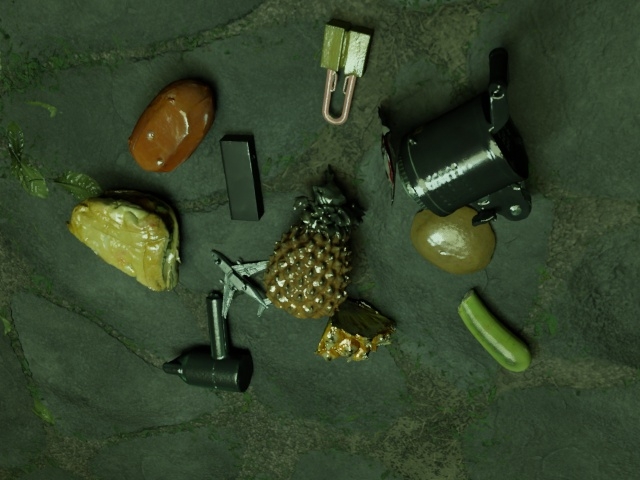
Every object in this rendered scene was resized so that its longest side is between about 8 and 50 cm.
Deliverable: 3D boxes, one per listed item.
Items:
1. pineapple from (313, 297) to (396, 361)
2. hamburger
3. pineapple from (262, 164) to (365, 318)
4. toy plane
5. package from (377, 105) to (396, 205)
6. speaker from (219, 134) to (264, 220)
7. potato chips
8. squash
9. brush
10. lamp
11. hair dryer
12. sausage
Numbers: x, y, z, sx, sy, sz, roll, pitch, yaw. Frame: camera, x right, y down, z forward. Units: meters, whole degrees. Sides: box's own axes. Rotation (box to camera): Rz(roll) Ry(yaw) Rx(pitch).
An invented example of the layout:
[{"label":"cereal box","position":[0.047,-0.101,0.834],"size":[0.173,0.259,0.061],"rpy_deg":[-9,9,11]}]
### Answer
[{"label":"pineapple","position":[0.081,0.229,2.017],"size":[0.186,0.236,0.114],"rpy_deg":[54,130,32]},{"label":"hamburger","position":[-0.479,-0.032,2.053],"size":[0.330,0.162,0.209],"rpy_deg":[38,121,-2]},{"label":"pineapple","position":[0.001,0.001,1.896],"size":[0.223,0.223,0.357],"rpy_deg":[21,106,7]},{"label":"toy plane","position":[-0.217,0.109,2.105],"size":[0.226,0.058,0.226],"rpy_deg":[42,108,-8]},{"label":"package","position":[0.149,-0.190,1.697],"size":[0.030,0.239,0.154],"rpy_deg":[-10,116,6]},{"label":"speaker","position":[-0.198,-0.156,1.951],"size":[0.082,0.044,0.218],"rpy_deg":[3,119,18]},{"label":"potato chips","position":[0.315,0.005,1.859],"size":[0.195,0.062,0.208],"rpy_deg":[-30,104,29]},{"label":"squash","position":[0.433,0.232,1.941],"size":[0.250,0.083,0.083],"rpy_deg":[47,123,-7]},{"label":"brush","position":[0.048,-0.368,1.742],"size":[0.103,0.047,0.233],"rpy_deg":[16,124,10]},{"label":"lamp","position":[0.297,-0.186,1.662],"size":[0.272,0.205,0.374],"rpy_deg":[-9,126,19]},{"label":"hair dryer","position":[-0.333,0.285,2.234],"size":[0.244,0.116,0.302],"rpy_deg":[4,109,17]},{"label":"sausage","position":[-0.355,-0.277,1.877],"size":[0.153,0.141,0.268],"rpy_deg":[41,123,-7]}]
